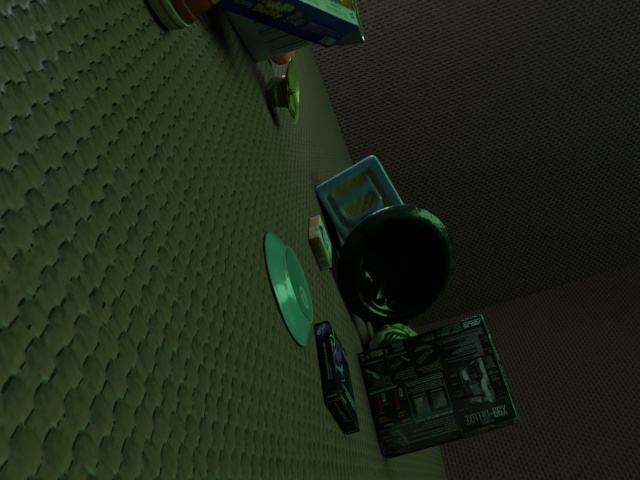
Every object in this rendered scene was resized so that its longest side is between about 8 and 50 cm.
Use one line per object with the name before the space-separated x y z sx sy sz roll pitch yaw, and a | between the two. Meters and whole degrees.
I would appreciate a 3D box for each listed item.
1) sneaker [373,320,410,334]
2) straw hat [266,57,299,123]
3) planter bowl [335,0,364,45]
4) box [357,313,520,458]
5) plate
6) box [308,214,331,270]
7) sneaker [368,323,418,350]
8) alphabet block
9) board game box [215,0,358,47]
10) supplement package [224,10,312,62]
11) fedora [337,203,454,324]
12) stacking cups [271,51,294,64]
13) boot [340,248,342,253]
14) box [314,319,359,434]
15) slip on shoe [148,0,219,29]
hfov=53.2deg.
sneaker | 0.214 0.218 2.047 0.136 0.116 0.313 48 26 -78
straw hat | -0.088 -0.329 1.414 0.144 0.061 0.144 -1 90 -80
planter bowl | 0.017 -0.467 1.293 0.162 0.109 0.162 -14 90 -81
box | 0.261 0.330 1.445 0.076 0.307 0.242 51 22 -59
plate | -0.042 0.071 0.995 0.188 0.024 0.188 -19 90 -82
box | 0.000 0.000 1.410 0.136 0.028 0.081 -86 156 -64
sneaker | 0.198 0.300 1.789 0.147 0.145 0.385 42 3 27
alphabet block | 0.120 -0.105 1.762 0.193 0.192 0.197 62 9 1
board game box | -0.100 -0.471 1.036 0.347 0.078 0.233 0 70 -50
supplement package | -0.121 -0.495 1.287 0.244 0.134 0.139 52 24 -67
fedora | 0.173 0.043 1.610 0.152 0.334 0.334 -119 -175 -59
stacking cups | -0.131 -0.551 1.507 0.316 0.096 0.096 64 12 -50
boot | 0.103 0.089 1.818 0.280 0.096 0.264 42 35 -57
box | 0.029 0.234 1.098 0.162 0.029 0.116 -98 167 -45
slip on shoe | -0.195 -0.429 0.793 0.123 0.101 0.331 15 56 -78
